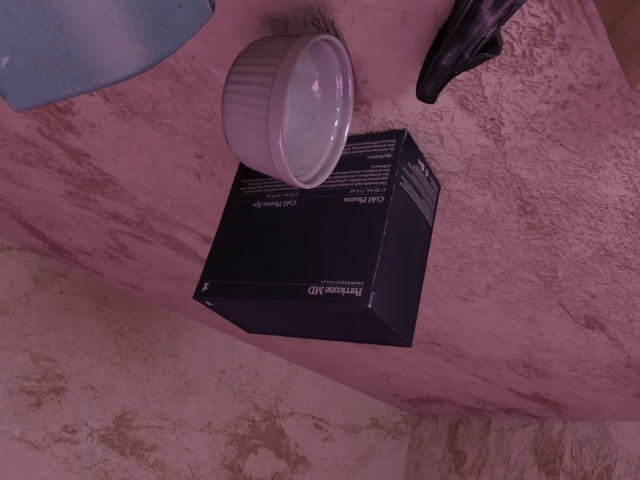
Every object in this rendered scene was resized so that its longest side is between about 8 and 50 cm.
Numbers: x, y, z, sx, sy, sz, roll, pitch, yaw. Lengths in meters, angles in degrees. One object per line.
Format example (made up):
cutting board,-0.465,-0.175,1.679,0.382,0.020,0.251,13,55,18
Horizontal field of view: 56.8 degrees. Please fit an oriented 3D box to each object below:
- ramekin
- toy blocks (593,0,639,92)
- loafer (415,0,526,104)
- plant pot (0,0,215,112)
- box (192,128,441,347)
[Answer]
ramekin,-0.046,-0.183,0.817,0.109,0.207,0.207,15,157,24
toy blocks,0.251,-0.267,0.313,0.190,0.382,0.261,5,150,-20
loafer,0.178,-0.236,0.711,0.078,0.076,0.223,26,151,-1
plant pot,-0.245,-0.319,0.612,0.252,0.248,0.247,-7,152,6
box,0.000,0.000,1.031,0.343,0.313,0.179,0,151,32
